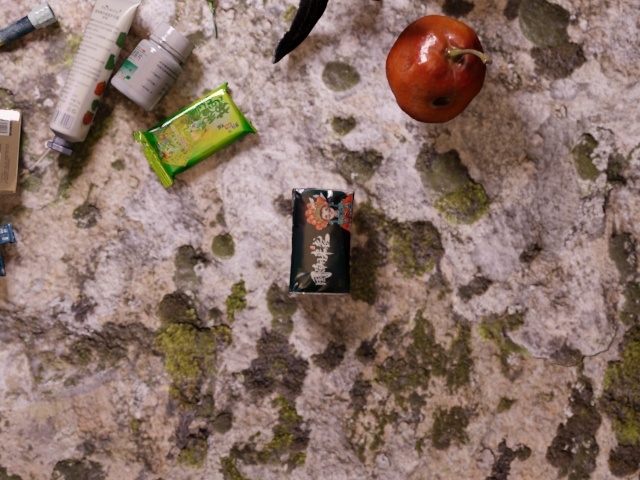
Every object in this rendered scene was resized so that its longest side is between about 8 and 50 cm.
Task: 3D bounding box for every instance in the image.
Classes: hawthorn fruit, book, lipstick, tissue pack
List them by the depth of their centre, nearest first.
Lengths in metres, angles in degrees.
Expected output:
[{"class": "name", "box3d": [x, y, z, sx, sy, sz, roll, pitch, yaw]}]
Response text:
[{"class": "hawthorn fruit", "box3d": [0.193, -0.276, 1.723, 0.165, 0.285, 0.165, 1, 84, -10]}, {"class": "book", "box3d": [-0.576, -0.144, 1.792, 0.198, 0.016, 0.139, 3, 80, -4]}, {"class": "lipstick", "box3d": [-0.475, -0.337, 1.794, 0.116, 0.037, 0.037, -27, 95, 2]}, {"class": "tissue pack", "box3d": [0.000, 0.001, 1.822, 0.103, 0.090, 0.170, 1, 94, -7]}]

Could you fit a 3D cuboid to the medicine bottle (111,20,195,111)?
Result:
[{"class": "medicine bottle", "box3d": [-0.263, -0.276, 1.790, 0.080, 0.080, 0.130, 37, 90, -6]}]

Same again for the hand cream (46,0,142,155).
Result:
[{"class": "hand cream", "box3d": [-0.362, -0.268, 1.792, 0.095, 0.059, 0.276, 24, 92, 33]}]

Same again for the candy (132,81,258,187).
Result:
[{"class": "candy", "box3d": [-0.200, -0.172, 1.825, 0.178, 0.032, 0.102, -31, 95, -2]}]

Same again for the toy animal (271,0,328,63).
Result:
[{"class": "toy animal", "box3d": [0.035, -0.411, 1.759, 0.197, 0.272, 0.160, -44, 115, -42]}]

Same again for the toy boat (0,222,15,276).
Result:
[{"class": "toy boat", "box3d": [-0.519, -0.009, 1.801, 0.060, 0.060, 0.137, -14, 92, -28]}]

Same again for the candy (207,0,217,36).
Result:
[{"class": "candy", "box3d": [-0.175, -0.369, 1.821, 0.023, 0.025, 0.083, -11, 101, -21]}]
